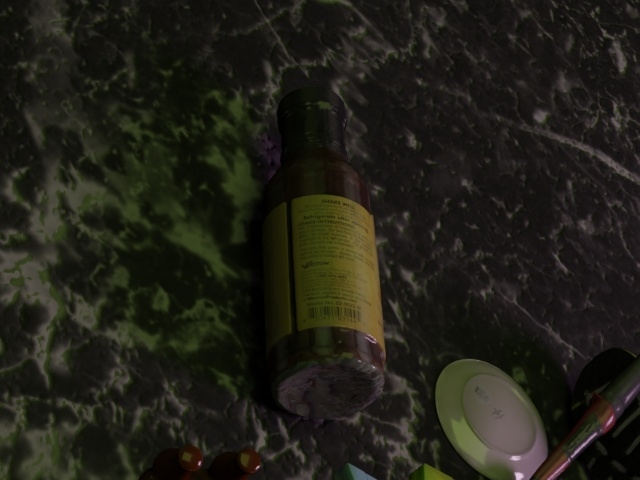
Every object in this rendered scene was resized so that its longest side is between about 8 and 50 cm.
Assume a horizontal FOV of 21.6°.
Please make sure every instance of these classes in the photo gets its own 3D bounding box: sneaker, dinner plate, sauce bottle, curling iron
[{"bbox_3d":[0.356,0.246,1.715,0.121,0.111,0.300,16,45,-57],"label":"sneaker"},{"bbox_3d":[0.174,0.176,1.666,0.141,0.017,0.141,23,43,-24],"label":"dinner plate"},{"bbox_3d":[0.000,0.000,1.588,0.111,0.111,0.344,21,47,-27],"label":"sauce bottle"},{"bbox_3d":[0.268,0.171,1.643,0.035,0.068,0.274,45,65,0],"label":"curling iron"}]

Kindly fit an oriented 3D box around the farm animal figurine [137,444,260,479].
[{"bbox_3d":[-0.098,0.330,1.200,0.326,0.172,0.330,-24,82,-36],"label":"farm animal figurine"}]

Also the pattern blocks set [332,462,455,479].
[{"bbox_3d":[0.140,0.291,1.312,0.325,0.026,0.285,28,27,-50],"label":"pattern blocks set"}]
